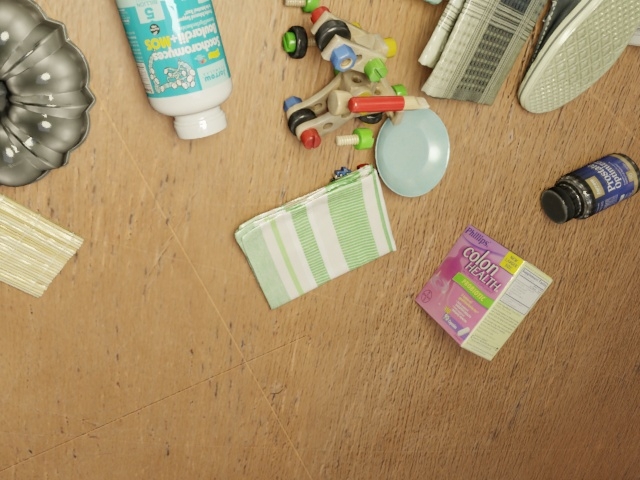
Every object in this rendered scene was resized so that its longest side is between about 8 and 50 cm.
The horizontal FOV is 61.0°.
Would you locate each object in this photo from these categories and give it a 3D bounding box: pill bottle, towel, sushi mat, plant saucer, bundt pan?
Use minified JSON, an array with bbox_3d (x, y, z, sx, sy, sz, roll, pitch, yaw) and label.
[{"bbox_3d":[0.677,-0.126,1.369,0.219,0.123,0.123,-25,121,-10],"label":"pill bottle"},{"bbox_3d":[-0.231,-0.307,0.897,0.146,0.146,0.264,-20,120,-13],"label":"pill bottle"},{"bbox_3d":[0.000,0.000,1.186,0.324,0.038,0.248,-26,128,-7],"label":"towel"},{"bbox_3d":[-0.604,-0.023,0.958,0.316,0.019,0.151,35,99,-32],"label":"sushi mat"},{"bbox_3d":[0.326,-0.420,1.048,0.312,0.056,0.324,-11,131,-50],"label":"towel"},{"bbox_3d":[0.192,-0.192,1.174,0.195,0.037,0.195,-5,101,-26],"label":"plant saucer"},{"bbox_3d":[-0.517,-0.220,0.826,0.330,0.124,0.331,-9,115,-20],"label":"bundt pan"}]

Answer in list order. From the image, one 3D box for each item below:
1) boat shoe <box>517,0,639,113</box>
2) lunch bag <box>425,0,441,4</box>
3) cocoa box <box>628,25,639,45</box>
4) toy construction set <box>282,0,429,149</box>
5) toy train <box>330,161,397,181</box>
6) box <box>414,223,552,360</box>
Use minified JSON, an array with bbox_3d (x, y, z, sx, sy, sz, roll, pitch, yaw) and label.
[{"bbox_3d":[0.566,-0.502,1.131,0.186,0.156,0.500,4,127,-26],"label":"boat shoe"},{"bbox_3d":[0.170,-0.567,0.925,0.223,0.160,0.262,14,117,-28],"label":"lunch bag"},{"bbox_3d":[0.808,-0.598,1.130,0.228,0.231,0.347,-17,119,-14],"label":"cocoa box"},{"bbox_3d":[0.089,-0.276,0.969,0.237,0.309,0.257,-8,125,-24],"label":"toy construction set"},{"bbox_3d":[0.096,-0.149,1.177,0.158,0.027,0.036,-12,114,-17],"label":"toy train"},{"bbox_3d":[0.384,0.121,1.314,0.117,0.213,0.243,29,101,-31],"label":"box"}]
